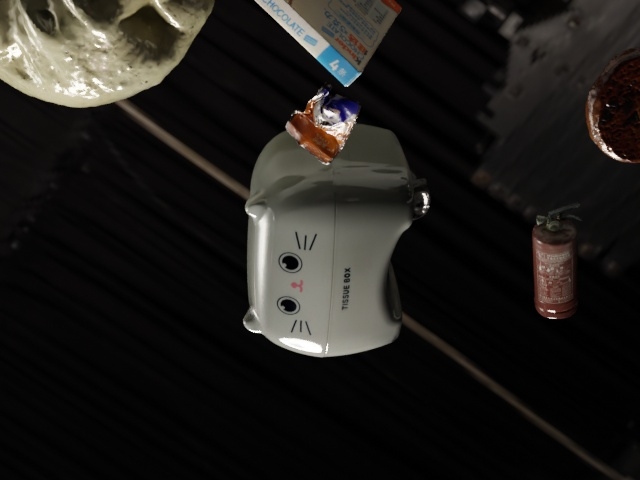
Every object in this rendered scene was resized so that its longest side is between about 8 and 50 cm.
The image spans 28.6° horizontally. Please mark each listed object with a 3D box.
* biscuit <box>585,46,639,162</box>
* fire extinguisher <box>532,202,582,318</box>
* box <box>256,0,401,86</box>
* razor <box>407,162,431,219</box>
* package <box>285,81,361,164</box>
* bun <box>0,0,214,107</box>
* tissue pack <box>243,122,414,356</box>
[{"bbox_3d":[0.509,-0.217,2.001,0.192,0.192,0.049,-54,-157,9],"label":"biscuit"},{"bbox_3d":[0.496,0.034,2.624,0.105,0.105,0.269,-64,152,-48],"label":"fire extinguisher"},{"bbox_3d":[-0.006,-0.409,2.052,0.048,0.273,0.265,-39,-168,35],"label":"box"},{"bbox_3d":[0.125,-0.102,2.056,0.054,0.148,0.090,-23,143,-13],"label":"razor"},{"bbox_3d":[0.005,-0.153,1.594,0.110,0.077,0.033,-55,-167,47],"label":"package"},{"bbox_3d":[-0.318,-0.346,1.629,0.359,0.360,0.211,-56,145,-8],"label":"bun"},{"bbox_3d":[0.000,0.000,1.845,0.229,0.236,0.333,-103,-166,-54],"label":"tissue pack"}]
